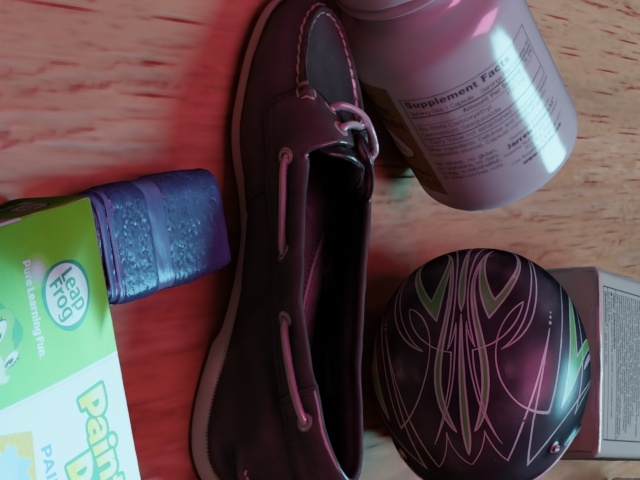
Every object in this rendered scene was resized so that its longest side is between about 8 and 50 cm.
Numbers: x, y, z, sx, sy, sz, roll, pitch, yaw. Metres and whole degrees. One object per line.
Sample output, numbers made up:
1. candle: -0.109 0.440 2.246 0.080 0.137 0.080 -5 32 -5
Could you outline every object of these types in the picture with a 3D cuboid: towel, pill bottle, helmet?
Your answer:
1. towel: -0.098 -0.003 0.829 0.119 0.029 0.067 -17 102 -57
2. pill bottle: 0.087 -0.139 1.038 0.229 0.131 0.131 56 44 -41
3. helmet: 0.113 0.090 1.038 0.161 0.169 0.169 -4 91 -74

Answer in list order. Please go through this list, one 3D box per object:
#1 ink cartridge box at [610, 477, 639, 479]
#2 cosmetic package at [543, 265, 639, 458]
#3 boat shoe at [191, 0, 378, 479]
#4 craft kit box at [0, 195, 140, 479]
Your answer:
1. ink cartridge box: 0.298 0.389 1.340 0.226 0.131 0.306 -10 94 -57
2. cosmetic package: 0.234 0.114 1.261 0.296 0.129 0.153 16 73 -56
3. boat shoe: 0.000 0.000 0.922 0.112 0.095 0.335 30 62 -53
4. craft kit box: -0.179 0.125 0.667 0.246 0.061 0.250 -26 110 -59
